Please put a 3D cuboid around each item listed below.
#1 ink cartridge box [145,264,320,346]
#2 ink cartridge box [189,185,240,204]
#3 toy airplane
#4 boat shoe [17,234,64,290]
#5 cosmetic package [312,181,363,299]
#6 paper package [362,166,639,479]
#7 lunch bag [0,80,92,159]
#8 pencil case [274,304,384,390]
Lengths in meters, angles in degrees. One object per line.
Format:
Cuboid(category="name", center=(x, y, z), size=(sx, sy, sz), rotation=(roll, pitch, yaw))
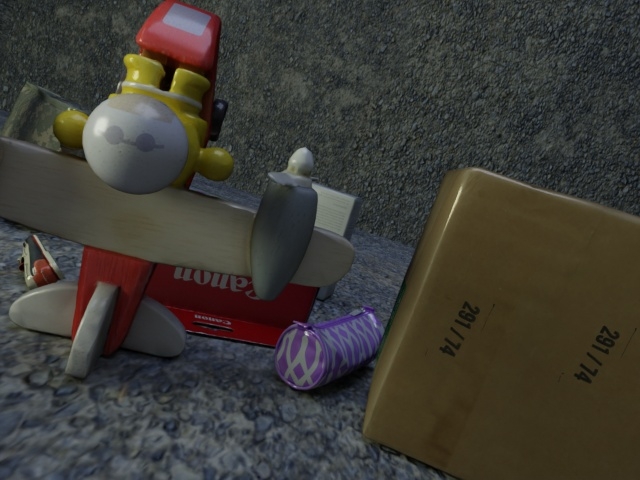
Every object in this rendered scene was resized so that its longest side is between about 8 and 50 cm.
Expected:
Cuboid(category="ink cartridge box", center=(-0.163, 0.044, 0.759), size=(0.309, 0.130, 0.272), rotation=(15, 10, -20))
Cuboid(category="ink cartridge box", center=(-0.367, -0.087, 1.273), size=(0.189, 0.097, 0.255), rotation=(20, 8, 15))
Cuboid(category="toy airplane", center=(-0.197, -0.048, 0.487), size=(0.386, 0.384, 0.272), rotation=(-30, 2, -19))
Cuboid(category="boat shoe", center=(-0.401, 0.031, 0.653), size=(0.043, 0.049, 0.137), rotation=(-35, 40, -26))
Cuboid(category="cosmetic package", center=(0.000, 0.000, 1.019), size=(0.117, 0.231, 0.085), rotation=(21, 9, 16))
Cuboid(category="paper package", center=(0.242, 0.106, 0.539), size=(0.309, 0.325, 0.168), rotation=(20, 9, 10))
Cuboid(category="lunch bag", center=(-0.536, -0.167, 0.931), size=(0.169, 0.235, 0.287), rotation=(25, 5, -44))
Cuboid(category="pencil case", center=(0.022, 0.144, 0.650), size=(0.086, 0.088, 0.206), rotation=(20, 10, 27))
